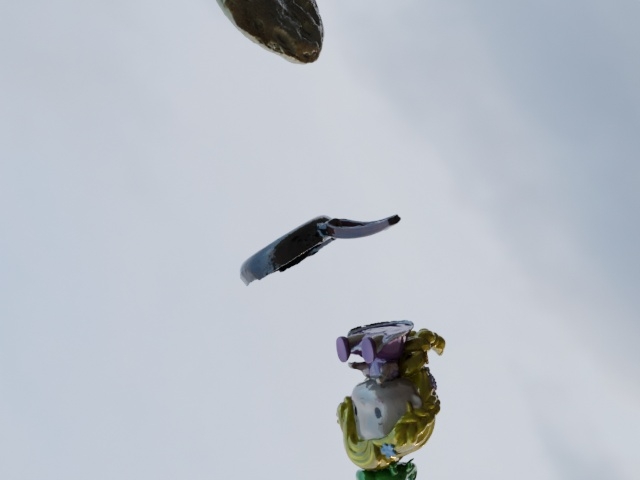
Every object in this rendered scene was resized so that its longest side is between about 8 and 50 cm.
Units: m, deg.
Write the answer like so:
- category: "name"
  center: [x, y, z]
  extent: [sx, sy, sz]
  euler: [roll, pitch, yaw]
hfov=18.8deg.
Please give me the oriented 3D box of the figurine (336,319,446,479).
- category: "figurine"
  center: [0.074, 0.151, 1.759]
  extent: [0.115, 0.095, 0.156]
  euler: [-11, -83, -36]

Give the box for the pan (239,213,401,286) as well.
- category: "pan"
  center: [-0.001, -0.003, 1.930]
  extent: [0.115, 0.212, 0.040]
  euler: [-29, -86, -44]

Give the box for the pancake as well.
- category: "pancake"
  center: [-0.050, -0.217, 1.683]
  extent: [0.152, 0.025, 0.151]
  euler: [39, -147, -32]
